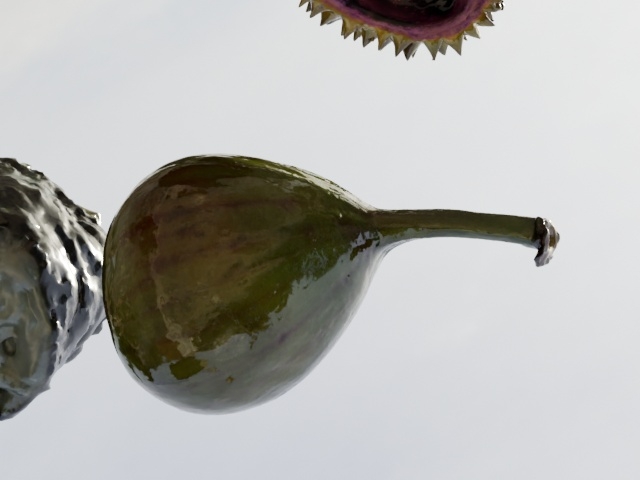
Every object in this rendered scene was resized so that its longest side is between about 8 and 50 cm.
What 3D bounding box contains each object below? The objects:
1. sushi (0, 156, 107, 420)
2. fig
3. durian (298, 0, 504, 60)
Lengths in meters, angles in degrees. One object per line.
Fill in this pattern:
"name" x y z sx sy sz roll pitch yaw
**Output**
"sushi" -0.341 0.053 1.482 0.350 0.211 0.171 -21 -166 18
"fig" 0.000 0.000 1.056 0.259 0.151 0.151 -22 -157 3
"durian" 0.043 -0.265 1.664 0.154 0.260 0.186 -46 -172 12
